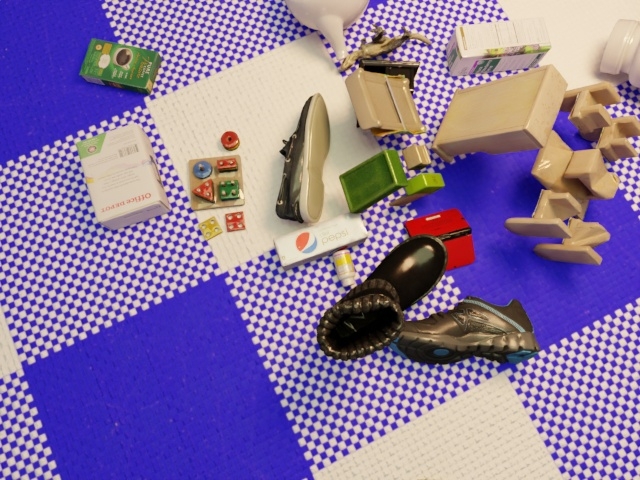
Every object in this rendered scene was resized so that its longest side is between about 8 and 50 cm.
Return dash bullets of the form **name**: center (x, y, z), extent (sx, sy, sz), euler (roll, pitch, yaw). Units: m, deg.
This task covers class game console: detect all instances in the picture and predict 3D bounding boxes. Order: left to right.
- **game console**: center (0.293, 0.003, 1.159), extent (0.143, 0.085, 0.124), euler (-15, 47, -5)

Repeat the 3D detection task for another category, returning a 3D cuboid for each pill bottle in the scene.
- **pill bottle**: center (0.058, 0.067, 1.125), extent (0.043, 0.043, 0.083), euler (-13, 79, -4)
- **pill bottle**: center (0.879, -0.451, 1.148), extent (0.318, 0.176, 0.176), euler (25, 77, 30)

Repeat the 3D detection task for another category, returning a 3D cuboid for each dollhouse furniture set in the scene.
- **dollhouse furniture set**: center (0.142, -0.234, 1.123), extent (0.197, 0.151, 0.302), euler (-7, 76, -43)
- **dollhouse furniture set**: center (0.501, -0.194, 1.107), extent (0.394, 0.256, 0.362), euler (31, 77, -29)

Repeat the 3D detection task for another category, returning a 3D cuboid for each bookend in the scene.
- **bookend**: center (0.173, -0.374, 1.210), extent (0.156, 0.072, 0.157), euler (3, 78, -1)

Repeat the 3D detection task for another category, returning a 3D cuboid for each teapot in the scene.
- **teapot**: center (0.038, -0.643, 1.217), extent (0.256, 0.187, 0.252), euler (-48, 53, 7)

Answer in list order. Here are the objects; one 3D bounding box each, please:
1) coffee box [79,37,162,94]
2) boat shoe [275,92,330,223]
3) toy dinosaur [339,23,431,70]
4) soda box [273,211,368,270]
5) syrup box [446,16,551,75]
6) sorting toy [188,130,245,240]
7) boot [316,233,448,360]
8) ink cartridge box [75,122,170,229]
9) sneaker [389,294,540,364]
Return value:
- **coffee box**: center (-0.521, -0.454, 1.231), extent (0.184, 0.040, 0.113), euler (11, 78, 2)
- **boat shoe**: center (-0.049, -0.202, 1.149), extent (0.113, 0.127, 0.340), euler (-3, 76, 24)
- **toy dinosaur**: center (0.174, -0.512, 1.217), extent (0.268, 0.118, 0.064), euler (-16, 88, -4)
- **soda box**: center (0.000, 0.000, 1.126), extent (0.216, 0.069, 0.074), euler (-19, 78, -6)
- **syrup box**: center (0.461, -0.506, 1.234), extent (0.236, 0.093, 0.096), euler (-8, 78, -3)
- **sorting toy**: center (-0.260, -0.140, 1.164), extent (0.132, 0.046, 0.275), euler (-6, 78, -2)
- **boot**: center (0.146, 0.112, 0.985), extent (0.348, 0.260, 0.131), euler (-43, 83, -1)
- **ink cartridge box**: center (-0.474, -0.151, 1.139), extent (0.154, 0.093, 0.213), euler (-20, 77, -4)
- **sneaker**: center (0.314, 0.203, 1.079), extent (0.340, 0.125, 0.140), euler (3, 57, -3)
